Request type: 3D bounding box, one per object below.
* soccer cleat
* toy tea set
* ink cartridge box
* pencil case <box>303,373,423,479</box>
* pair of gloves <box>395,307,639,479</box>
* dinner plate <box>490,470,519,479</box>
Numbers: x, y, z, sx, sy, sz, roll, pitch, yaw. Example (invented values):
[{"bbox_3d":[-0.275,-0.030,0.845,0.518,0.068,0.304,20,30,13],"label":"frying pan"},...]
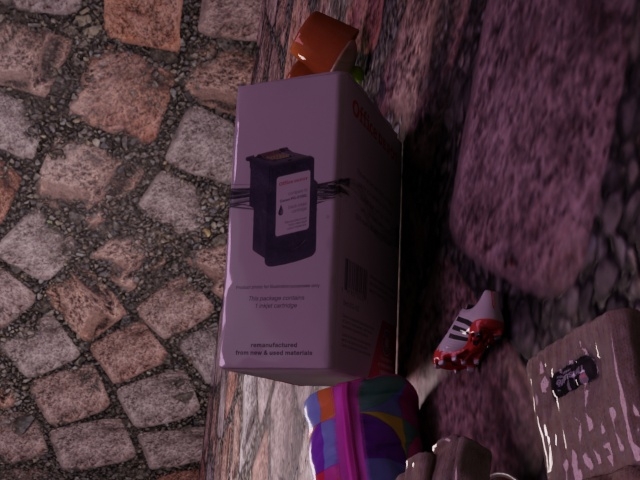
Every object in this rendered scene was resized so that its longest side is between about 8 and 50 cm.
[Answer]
[{"bbox_3d":[0.098,0.062,0.583,0.083,0.029,0.036,118,164,-57],"label":"soccer cleat"},{"bbox_3d":[-0.011,-0.150,1.152,0.200,0.124,0.336,-57,-1,-16],"label":"toy tea set"},{"bbox_3d":[0.000,0.000,0.753,0.172,0.100,0.237,34,-124,-65],"label":"ink cartridge box"},{"bbox_3d":[0.040,0.208,0.630,0.236,0.104,0.104,-97,16,-47],"label":"pencil case"},{"bbox_3d":[0.097,0.170,0.414,0.240,0.042,0.204,126,152,-45],"label":"pair of gloves"},{"bbox_3d":[0.106,0.202,0.491,0.141,0.017,0.141,-175,90,-79],"label":"dinner plate"}]
